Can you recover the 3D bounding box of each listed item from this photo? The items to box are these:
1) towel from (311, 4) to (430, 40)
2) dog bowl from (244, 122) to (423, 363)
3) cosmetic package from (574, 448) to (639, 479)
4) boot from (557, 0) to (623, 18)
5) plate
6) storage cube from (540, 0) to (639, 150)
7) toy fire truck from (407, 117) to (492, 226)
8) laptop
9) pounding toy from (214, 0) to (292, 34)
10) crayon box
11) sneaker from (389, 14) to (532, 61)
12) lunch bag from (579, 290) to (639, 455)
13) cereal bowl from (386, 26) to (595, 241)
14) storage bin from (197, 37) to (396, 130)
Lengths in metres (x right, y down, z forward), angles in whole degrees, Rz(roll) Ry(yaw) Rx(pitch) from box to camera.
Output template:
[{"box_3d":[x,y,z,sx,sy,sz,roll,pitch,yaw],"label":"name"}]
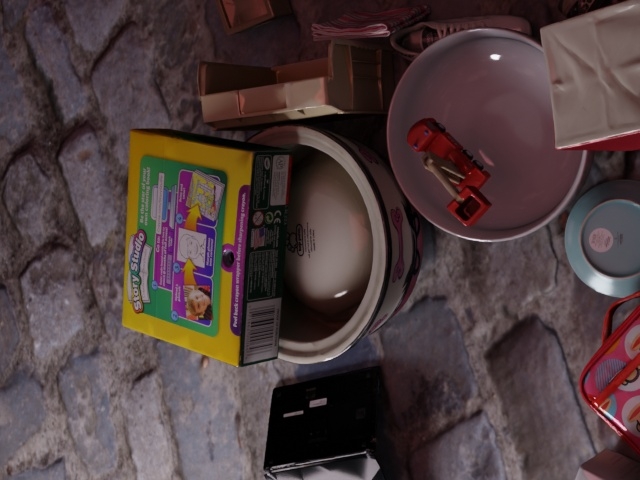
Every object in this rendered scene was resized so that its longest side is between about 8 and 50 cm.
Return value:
[{"box_3d":[0.086,-0.371,1.873,0.144,0.197,0.029,2,111,27],"label":"towel"},{"box_3d":[0.000,0.000,1.914,0.408,0.150,0.408,7,100,41],"label":"dog bowl"},{"box_3d":[0.569,0.515,1.631,0.453,0.161,0.230,25,103,27],"label":"cosmetic package"},{"box_3d":[0.502,-0.369,1.700,0.236,0.085,0.178,-40,74,31],"label":"boot"},{"box_3d":[0.474,-0.003,1.755,0.188,0.024,0.188,1,92,29],"label":"plate"},{"box_3d":[0.449,-0.230,1.560,0.215,0.193,0.183,-9,86,49],"label":"storage cube"},{"box_3d":[0.193,-0.109,1.686,0.192,0.135,0.047,47,116,16],"label":"toy fire truck"},{"box_3d":[0.030,0.388,2.000,0.234,0.136,0.264,-16,50,28],"label":"laptop"},{"box_3d":[-0.139,-0.459,2.065,0.141,0.100,0.130,-15,98,31],"label":"pounding toy"},{"box_3d":[-0.204,0.003,1.927,0.313,0.106,0.363,14,104,41],"label":"crayon box"},{"box_3d":[0.232,-0.331,1.847,0.235,0.095,0.090,-3,88,28],"label":"sneaker"},{"box_3d":[0.542,0.177,1.673,0.258,0.120,0.293,46,110,25],"label":"lunch bag"},{"box_3d":[0.284,-0.169,1.785,0.339,0.141,0.339,3,97,29],"label":"cereal bowl"},{"box_3d":[-0.035,-0.262,1.907,0.262,0.260,0.123,-4,93,29],"label":"storage bin"}]
